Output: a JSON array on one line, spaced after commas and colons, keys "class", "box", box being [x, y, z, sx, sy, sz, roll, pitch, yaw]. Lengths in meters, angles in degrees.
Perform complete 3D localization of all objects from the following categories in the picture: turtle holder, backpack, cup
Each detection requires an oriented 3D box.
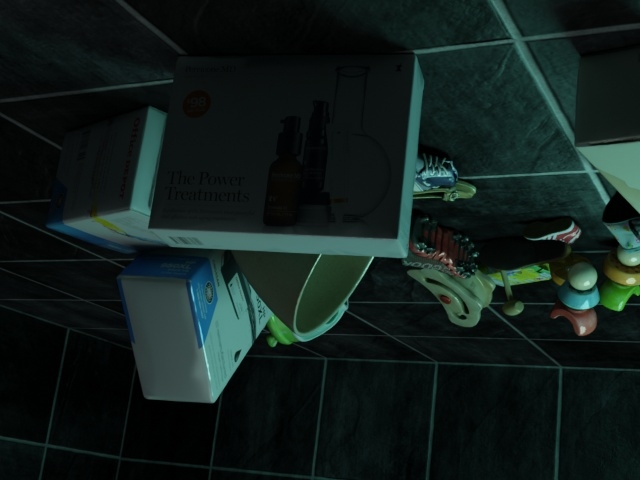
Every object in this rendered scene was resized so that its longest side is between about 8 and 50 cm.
[{"class": "turtle holder", "box": [-0.063, 0.114, 2.456, 0.227, 0.243, 0.320, -12, 124, 12]}, {"class": "backpack", "box": [0.582, -0.052, 1.634, 0.144, 0.166, 0.188, 47, 155, -19]}, {"class": "cup", "box": [-0.046, -0.014, 1.867, 0.237, 0.331, 0.331, 31, 171, 18]}]

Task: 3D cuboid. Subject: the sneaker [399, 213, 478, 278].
[{"class": "sneaker", "box": [0.245, 0.019, 2.162, 0.135, 0.098, 0.276, -8, 156, 41]}]

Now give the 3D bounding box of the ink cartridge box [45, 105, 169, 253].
[{"class": "ink cartridge box", "box": [-0.342, -0.104, 1.798, 0.270, 0.198, 0.197, -8, 158, 43]}]

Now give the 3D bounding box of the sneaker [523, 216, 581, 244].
[{"class": "sneaker", "box": [0.493, -0.016, 2.035, 0.118, 0.042, 0.067, -11, 153, 41]}]

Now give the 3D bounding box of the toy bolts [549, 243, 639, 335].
[{"class": "toy bolts", "box": [0.582, 0.068, 2.099, 0.218, 0.228, 0.159, 31, 139, 32]}]

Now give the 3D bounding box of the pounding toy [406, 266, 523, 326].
[{"class": "pounding toy", "box": [0.355, 0.100, 2.325, 0.269, 0.155, 0.154, 38, 153, -1]}]

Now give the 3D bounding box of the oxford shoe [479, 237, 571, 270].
[{"class": "oxford shoe", "box": [0.462, 0.033, 2.170, 0.212, 0.076, 0.076, -4, 170, 34]}]

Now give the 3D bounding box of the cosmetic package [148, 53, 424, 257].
[{"class": "cosmetic package", "box": [-0.048, -0.130, 1.430, 0.377, 0.285, 0.097, 2, 162, 15]}]

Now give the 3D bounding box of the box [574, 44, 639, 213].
[{"class": "box", "box": [0.482, -0.149, 1.395, 0.121, 0.148, 0.311, -4, 159, 35]}]

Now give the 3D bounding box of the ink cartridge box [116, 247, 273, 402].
[{"class": "ink cartridge box", "box": [-0.242, 0.110, 2.019, 0.166, 0.286, 0.395, 1, -154, 18]}]

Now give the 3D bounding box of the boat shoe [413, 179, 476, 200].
[{"class": "boat shoe", "box": [0.224, -0.094, 1.863, 0.152, 0.048, 0.056, 8, 164, -4]}]

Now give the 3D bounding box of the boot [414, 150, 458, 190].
[{"class": "boot", "box": [0.190, -0.137, 1.720, 0.086, 0.069, 0.190, -6, 169, 17]}]

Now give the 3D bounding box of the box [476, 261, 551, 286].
[{"class": "box", "box": [0.477, 0.073, 2.352, 0.105, 0.043, 0.179, 18, 163, -33]}]
